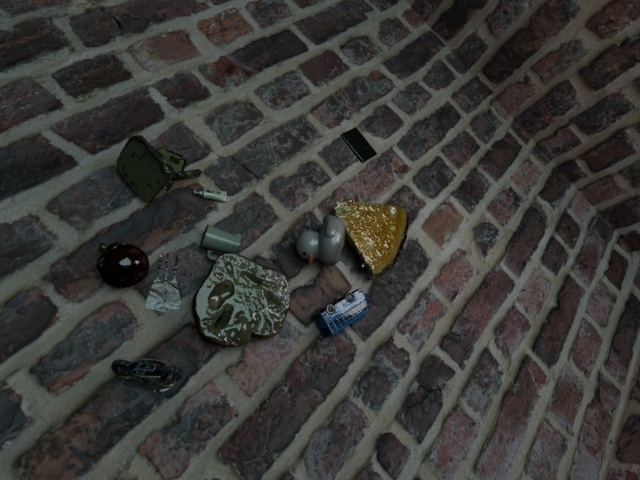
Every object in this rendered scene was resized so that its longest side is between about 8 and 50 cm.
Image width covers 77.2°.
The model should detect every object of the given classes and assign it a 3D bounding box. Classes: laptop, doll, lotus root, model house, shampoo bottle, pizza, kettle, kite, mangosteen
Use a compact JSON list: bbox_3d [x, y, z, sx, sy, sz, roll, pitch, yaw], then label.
[{"bbox_3d":[0.213,-0.524,2.183,0.135,0.016,0.197,-36,87,-33],"label":"laptop"},{"bbox_3d":[0.000,0.000,1.783,0.221,0.221,0.250,23,65,-15],"label":"doll"},{"bbox_3d":[-0.310,0.226,1.564,0.391,0.111,0.374,-23,84,-30],"label":"lotus root"},{"bbox_3d":[-0.633,-0.306,1.637,0.218,0.205,0.279,52,29,0],"label":"model house"},{"bbox_3d":[-0.472,-0.196,1.721,0.141,0.034,0.048,6,73,-21],"label":"shampoo bottle"},{"bbox_3d":[0.266,-0.002,1.930,0.436,0.080,0.391,3,68,-23],"label":"pizza"},{"bbox_3d":[-0.406,0.015,1.629,0.148,0.098,0.126,20,57,-20],"label":"kettle"},{"bbox_3d":[-0.586,0.160,1.535,0.128,0.016,0.229,11,68,-24],"label":"kite"},{"bbox_3d":[-0.700,0.079,1.433,0.173,0.172,0.183,2,49,-24],"label":"mangosteen"}]

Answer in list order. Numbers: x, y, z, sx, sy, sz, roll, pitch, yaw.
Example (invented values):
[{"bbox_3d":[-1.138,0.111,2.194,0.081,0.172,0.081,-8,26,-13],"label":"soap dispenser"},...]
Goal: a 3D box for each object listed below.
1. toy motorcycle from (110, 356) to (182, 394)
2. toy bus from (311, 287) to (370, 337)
[{"bbox_3d":[-0.586,0.460,1.359,0.230,0.129,0.093,10,42,-7],"label":"toy motorcycle"},{"bbox_3d":[0.095,0.311,1.728,0.234,0.116,0.133,-27,83,-29],"label":"toy bus"}]
